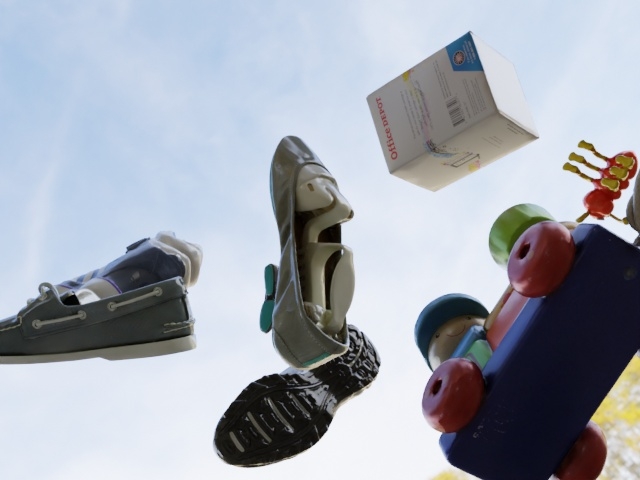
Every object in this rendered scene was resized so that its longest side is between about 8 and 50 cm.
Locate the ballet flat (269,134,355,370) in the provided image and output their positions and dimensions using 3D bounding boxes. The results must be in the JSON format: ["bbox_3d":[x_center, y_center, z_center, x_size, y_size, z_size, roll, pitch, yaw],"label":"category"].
[{"bbox_3d":[0.000,0.000,0.751,0.068,0.213,0.072,-24,-35,39],"label":"ballet flat"}]

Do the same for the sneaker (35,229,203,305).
[{"bbox_3d":[-0.322,0.081,1.546,0.236,0.130,0.323,-33,8,-37],"label":"sneaker"}]

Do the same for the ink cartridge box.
[{"bbox_3d":[0.235,-0.222,1.662,0.233,0.171,0.168,-28,-27,30],"label":"ink cartridge box"}]

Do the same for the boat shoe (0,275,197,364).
[{"bbox_3d":[-0.313,0.098,1.143,0.320,0.099,0.116,-3,1,2],"label":"boat shoe"}]

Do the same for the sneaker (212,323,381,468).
[{"bbox_3d":[-0.031,0.202,1.121,0.272,0.100,0.108,-28,-13,-49],"label":"sneaker"}]

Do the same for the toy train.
[{"bbox_3d":[0.144,0.010,0.536,0.105,0.143,0.248,27,-79,-16],"label":"toy train"}]

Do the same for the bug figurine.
[{"bbox_3d":[0.397,-0.072,0.973,0.072,0.279,0.216,31,-84,-33],"label":"bug figurine"}]

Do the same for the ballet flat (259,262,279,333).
[{"bbox_3d":[-0.073,0.095,1.491,0.041,0.041,0.114,15,-104,-47],"label":"ballet flat"}]
